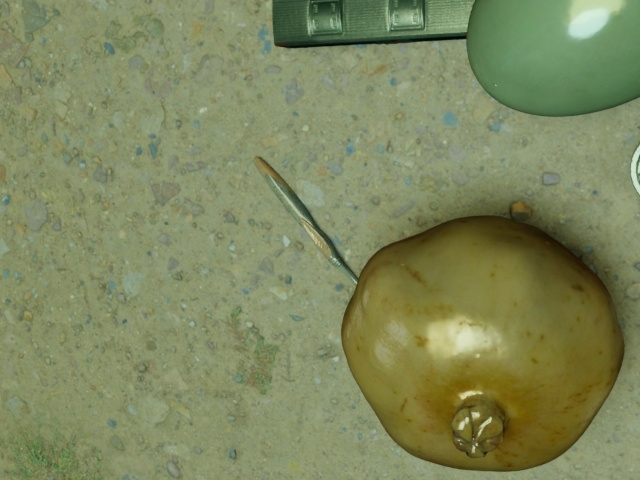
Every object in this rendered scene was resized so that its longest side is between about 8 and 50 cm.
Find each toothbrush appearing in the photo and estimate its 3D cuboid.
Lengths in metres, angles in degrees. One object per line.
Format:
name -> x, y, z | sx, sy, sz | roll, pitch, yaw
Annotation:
toothbrush -> 0.000, 0.000, 1.670 | 0.028, 0.037, 0.375 | -41, 82, 23

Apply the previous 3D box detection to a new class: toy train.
toy train -> 0.119, -0.354, 1.498 | 0.409, 0.089, 0.086 | 2, 99, 24

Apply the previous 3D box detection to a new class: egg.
egg -> 0.377, -0.320, 1.285 | 0.389, 0.276, 0.276 | -30, 90, 29

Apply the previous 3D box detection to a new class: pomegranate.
pomegranate -> 0.238, 0.162, 1.404 | 0.411, 0.411, 0.412 | 6, 105, 22

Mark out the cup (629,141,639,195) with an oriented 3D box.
cup -> 0.506, -0.107, 1.358 | 0.120, 0.141, 0.120 | 4, 102, 21
